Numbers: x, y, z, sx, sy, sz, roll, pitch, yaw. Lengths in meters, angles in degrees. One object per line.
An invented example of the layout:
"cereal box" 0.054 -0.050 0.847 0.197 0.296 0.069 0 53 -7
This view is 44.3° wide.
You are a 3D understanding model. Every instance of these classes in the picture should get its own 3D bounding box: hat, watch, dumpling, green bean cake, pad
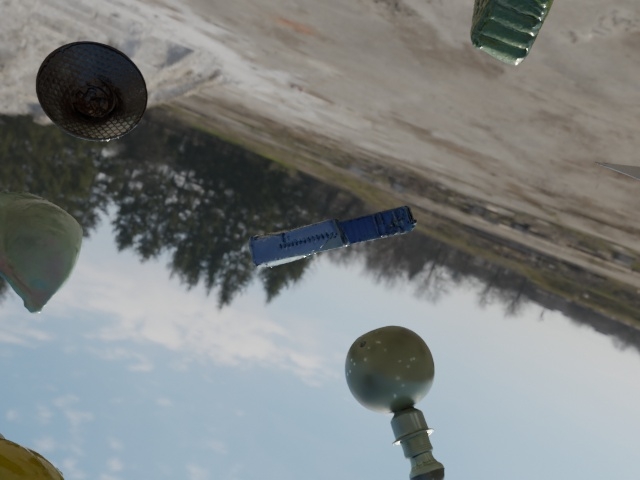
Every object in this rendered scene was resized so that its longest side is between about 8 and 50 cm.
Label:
"hat" -0.410 -0.253 1.404 0.193 0.193 0.082 20 157 -16
"watch" -0.011 0.002 1.345 0.274 0.068 0.276 -10 -179 31
"dumpling" -0.409 0.009 1.087 0.149 0.105 0.217 11 -143 -20
"green bean cake" 0.385 -0.492 1.567 0.124 0.222 0.248 17 -136 -6
"pad" 0.455 -0.070 0.957 0.163 0.004 0.243 6 -167 -3

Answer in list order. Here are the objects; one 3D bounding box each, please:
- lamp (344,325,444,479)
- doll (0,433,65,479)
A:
"lamp" 0.083 0.167 0.776 0.091 0.091 0.163 16 -133 -55
"doll" -0.261 0.260 0.578 0.252 0.238 0.111 13 173 34
